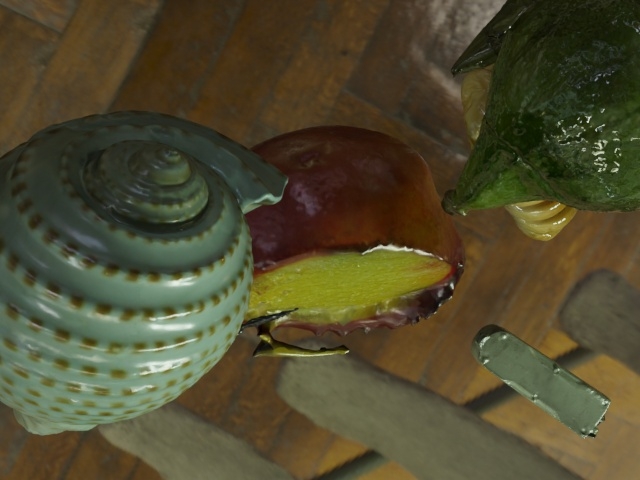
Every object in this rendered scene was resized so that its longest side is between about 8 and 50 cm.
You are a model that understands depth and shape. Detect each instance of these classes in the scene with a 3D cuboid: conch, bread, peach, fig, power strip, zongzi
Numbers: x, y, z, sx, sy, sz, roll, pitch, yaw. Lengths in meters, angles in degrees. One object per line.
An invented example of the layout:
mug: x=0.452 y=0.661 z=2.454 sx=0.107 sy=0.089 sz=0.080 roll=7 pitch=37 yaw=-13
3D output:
conch: x=-0.185 y=0.014 z=0.907 sx=0.319 sy=0.303 sz=0.215 roll=-30 pitch=112 yaw=33
bread: x=0.288 y=-0.126 z=1.576 sx=0.121 sy=0.173 sz=0.311 roll=-12 pitch=153 yaw=22
peach: x=0.011 y=-0.015 z=1.760 sx=0.406 sy=0.310 sz=0.335 roll=-7 pitch=144 yaw=-9
fig: x=0.200 y=-0.078 z=0.896 sx=0.235 sy=0.203 sz=0.203 roll=-43 pitch=123 yaw=13
power strip: x=0.355 y=0.226 z=1.852 sx=0.286 sy=0.048 sz=0.080 roll=34 pitch=93 yaw=-20
zongzi: x=0.360 y=-0.273 z=1.691 sx=0.251 sy=0.125 sz=0.274 roll=42 pitch=92 yaw=-21

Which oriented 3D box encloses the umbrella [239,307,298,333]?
umbrella: x=-0.096 y=0.120 z=1.625 sx=0.148 sy=0.022 sz=0.022 roll=-14 pitch=147 yaw=25
